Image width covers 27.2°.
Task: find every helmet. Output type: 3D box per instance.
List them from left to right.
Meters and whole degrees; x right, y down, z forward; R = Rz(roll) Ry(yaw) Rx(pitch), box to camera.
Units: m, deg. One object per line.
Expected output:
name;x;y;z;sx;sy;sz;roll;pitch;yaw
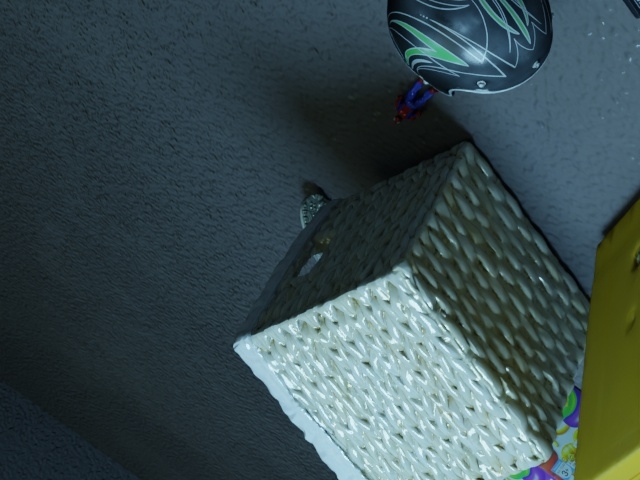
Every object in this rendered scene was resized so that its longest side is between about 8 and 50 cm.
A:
helmet;0.153;-0.232;1.351;0.169;0.169;0.161;49;168;-13

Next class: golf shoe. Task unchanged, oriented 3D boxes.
golf shoe;0.000;0.000;1.990;0.086;0.069;0.176;19;144;48

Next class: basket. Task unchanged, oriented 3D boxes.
basket;0.131;0.113;1.632;0.266;0.328;0.331;-25;110;36

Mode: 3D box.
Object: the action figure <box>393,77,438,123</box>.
action figure;0.114;-0.172;1.633;0.038;0.030;0.115;38;155;-1

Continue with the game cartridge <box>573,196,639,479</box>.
game cartridge;0.350;0.090;1.394;0.053;0.323;0.285;14;153;-5

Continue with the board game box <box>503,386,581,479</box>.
board game box;0.261;0.250;1.917;0.275;0.142;0.144;35;152;13

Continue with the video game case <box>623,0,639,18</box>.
video game case;0.305;-0.333;1.143;0.248;0.035;0.275;50;153;-14
